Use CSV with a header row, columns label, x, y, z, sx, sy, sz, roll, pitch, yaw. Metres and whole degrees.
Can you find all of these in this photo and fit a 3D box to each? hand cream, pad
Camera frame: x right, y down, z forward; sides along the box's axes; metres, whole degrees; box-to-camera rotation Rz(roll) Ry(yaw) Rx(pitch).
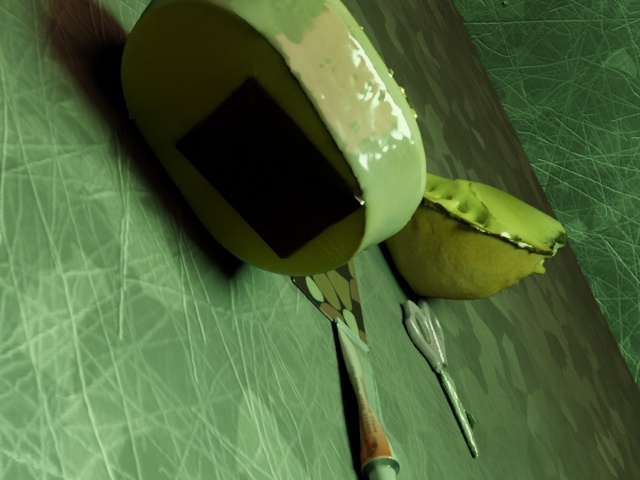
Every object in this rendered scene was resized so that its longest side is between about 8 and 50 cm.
label,x,y,z,sx,sy,sz,roll,pitch,yaw
hand cream,0.046,0.165,1.116,0.216,0.038,0.052,-103,-174,-49
pad,0.000,0.000,1.259,0.158,0.003,0.235,47,25,-40

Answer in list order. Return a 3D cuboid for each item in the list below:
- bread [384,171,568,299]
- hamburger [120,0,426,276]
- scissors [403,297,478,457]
label,x,y,z,sx,sy,sz,roll,pitch,yaw
bread,0.175,-0.001,1.492,0.262,0.162,0.204,24,10,19
hamburger,-0.036,-0.111,0.980,0.151,0.227,0.295,-48,115,-46
scissors,0.159,0.171,1.426,0.110,0.021,0.212,5,59,-66
